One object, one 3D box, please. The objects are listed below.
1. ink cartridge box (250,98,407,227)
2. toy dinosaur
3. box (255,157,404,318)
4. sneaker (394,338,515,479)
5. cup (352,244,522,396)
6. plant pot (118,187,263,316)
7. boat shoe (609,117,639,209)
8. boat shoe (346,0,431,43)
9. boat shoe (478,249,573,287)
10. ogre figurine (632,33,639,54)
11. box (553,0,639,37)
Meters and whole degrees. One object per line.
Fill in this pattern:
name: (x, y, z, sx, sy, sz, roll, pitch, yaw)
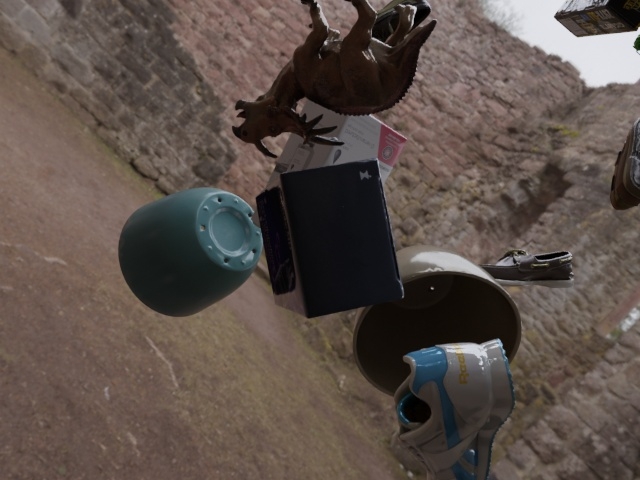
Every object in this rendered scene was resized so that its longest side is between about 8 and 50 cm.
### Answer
ink cartridge box: (0.020, -0.120, 1.085, 0.117, 0.283, 0.207, 33, 11, 38)
toy dinosaur: (0.032, -0.211, 0.736, 0.295, 0.200, 0.127, 5, 7, 34)
box: (0.000, 0.000, 0.645, 0.207, 0.108, 0.153, 165, -86, -76)
sneaker: (0.117, 0.180, 0.536, 0.087, 0.092, 0.229, -92, 180, -52)
cup: (0.223, 0.140, 1.168, 0.331, 0.331, 0.237, 45, 20, -24)
plant pot: (-0.275, 0.009, 1.268, 0.235, 0.293, 0.293, -22, -57, 41)
boat shoe: (0.801, -0.205, 1.395, 0.110, 0.307, 0.104, 34, -30, 6)
boat shoe: (0.101, -0.327, 0.850, 0.056, 0.152, 0.049, 41, 14, -49)
boat shoe: (0.529, 0.071, 1.438, 0.324, 0.097, 0.116, 2, 2, -21)
ogre figurine: (0.764, -0.423, 1.144, 0.118, 0.197, 0.097, 57, -28, 18)
box: (0.585, -0.522, 0.965, 0.079, 0.322, 0.257, 34, 16, -6)
